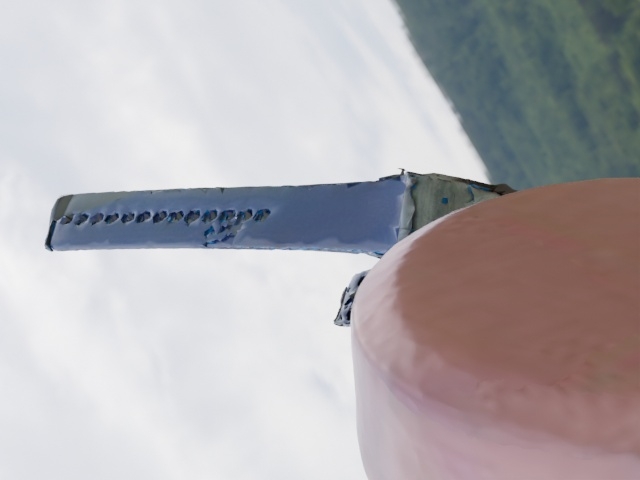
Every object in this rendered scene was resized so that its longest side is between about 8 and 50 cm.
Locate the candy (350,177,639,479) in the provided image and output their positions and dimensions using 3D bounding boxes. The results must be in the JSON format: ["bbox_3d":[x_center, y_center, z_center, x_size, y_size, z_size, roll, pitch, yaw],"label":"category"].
[{"bbox_3d":[0.140,0.051,0.635,0.255,0.255,0.094,-79,-15,-65],"label":"candy"}]

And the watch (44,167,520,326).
[{"bbox_3d":[-0.006,-0.003,1.013,0.276,0.274,0.068,15,-104,-33],"label":"watch"}]
